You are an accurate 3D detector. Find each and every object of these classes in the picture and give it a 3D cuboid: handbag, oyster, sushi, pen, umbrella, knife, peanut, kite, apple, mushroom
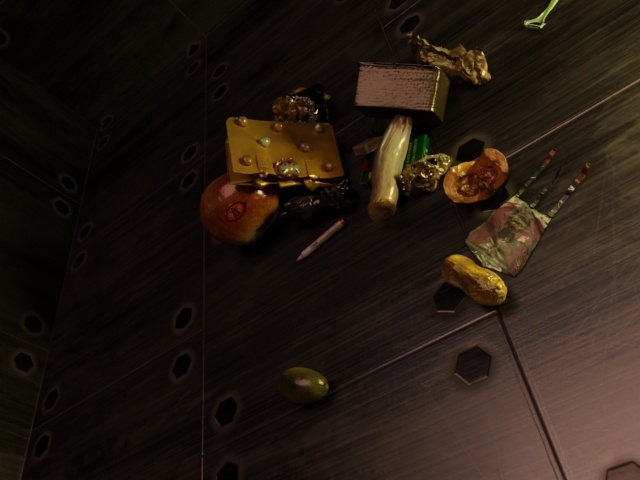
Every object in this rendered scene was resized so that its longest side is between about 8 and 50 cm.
[{"bbox_3d":[-0.124,-0.298,2.060,0.133,0.400,0.283,112,154,-49],"label":"handbag"},{"bbox_3d":[0.429,-0.595,1.958,0.337,0.197,0.133,38,133,41],"label":"oyster"},{"bbox_3d":[-0.065,-0.503,2.314,0.200,0.204,0.213,13,107,22],"label":"sushi"},{"bbox_3d":[0.316,-0.196,1.774,0.177,0.105,0.056,-25,30,-7],"label":"oyster"},{"bbox_3d":[0.000,0.000,1.971,0.218,0.026,0.026,-40,40,13],"label":"pen"},{"bbox_3d":[-0.012,-0.117,2.004,0.272,0.122,0.110,-20,70,21],"label":"umbrella"},{"bbox_3d":[0.712,-0.732,1.875,0.166,0.022,0.078,-52,46,0],"label":"knife"},{"bbox_3d":[0.382,0.100,1.491,0.087,0.087,0.206,-51,37,-1],"label":"peanut"},{"bbox_3d":[0.534,-0.073,1.533,0.360,0.022,0.204,-50,39,6],"label":"kite"},{"bbox_3d":[-0.274,-0.117,2.143,0.309,0.277,0.250,-31,76,30],"label":"apple"},{"bbox_3d":[0.216,-0.225,1.836,0.122,0.095,0.351,-28,46,62],"label":"mushroom"}]

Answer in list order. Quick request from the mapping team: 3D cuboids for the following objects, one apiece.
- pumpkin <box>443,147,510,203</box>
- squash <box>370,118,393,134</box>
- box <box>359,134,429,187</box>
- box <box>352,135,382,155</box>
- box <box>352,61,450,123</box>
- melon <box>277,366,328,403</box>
[{"bbox_3d":[0.436,-0.168,1.626,0.183,0.107,0.119,-24,76,31],"label":"pumpkin"},{"bbox_3d":[0.289,-0.457,2.014,0.292,0.082,0.082,-32,43,21],"label":"squash"},{"bbox_3d":[0.239,-0.255,1.940,0.235,0.034,0.132,-13,53,37],"label":"box"},{"bbox_3d":[0.161,-0.320,2.024,0.079,0.035,0.083,-30,16,-22],"label":"box"},{"bbox_3d":[0.253,-0.465,1.884,0.273,0.184,0.143,10,92,23],"label":"box"},{"bbox_3d":[-0.049,0.401,1.649,0.162,0.099,0.099,-3,58,38],"label":"melon"}]
